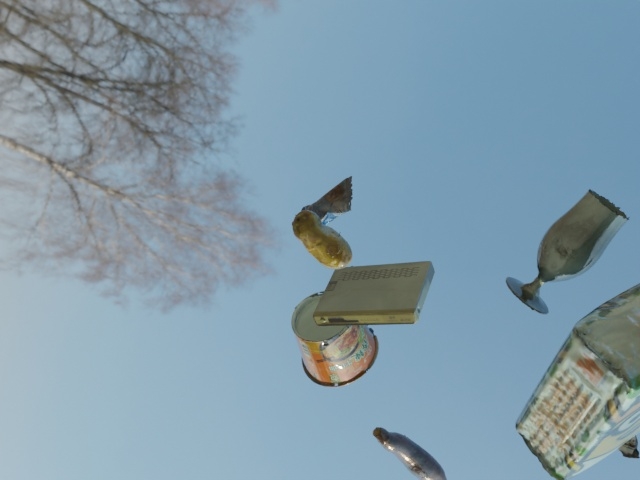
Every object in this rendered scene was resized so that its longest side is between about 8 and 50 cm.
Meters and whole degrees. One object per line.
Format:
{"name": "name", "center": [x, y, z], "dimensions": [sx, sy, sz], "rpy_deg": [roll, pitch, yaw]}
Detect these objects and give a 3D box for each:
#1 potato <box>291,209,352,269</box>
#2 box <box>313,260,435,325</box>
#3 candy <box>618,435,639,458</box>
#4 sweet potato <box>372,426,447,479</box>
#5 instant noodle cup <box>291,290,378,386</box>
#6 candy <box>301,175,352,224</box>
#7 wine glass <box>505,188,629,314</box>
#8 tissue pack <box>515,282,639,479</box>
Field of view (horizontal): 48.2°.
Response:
{"name": "potato", "center": [0.000, 0.000, 0.902], "dimensions": [0.045, 0.092, 0.046], "rpy_deg": [-49, -176, -10]}
{"name": "box", "center": [0.133, 0.130, 1.756], "dimensions": [0.270, 0.045, 0.211], "rpy_deg": [-6, -145, 27]}
{"name": "candy", "center": [0.570, 0.277, 1.160], "dimensions": [0.226, 0.051, 0.094], "rpy_deg": [-34, -162, 16]}
{"name": "sweet potato", "center": [0.183, 0.428, 1.410], "dimensions": [0.057, 0.264, 0.057], "rpy_deg": [-32, -147, 23]}
{"name": "instant noodle cup", "center": [0.028, 0.259, 1.974], "dimensions": [0.230, 0.182, 0.230], "rpy_deg": [-13, -137, 13]}
{"name": "candy", "center": [0.012, -0.059, 1.371], "dimensions": [0.136, 0.038, 0.088], "rpy_deg": [-32, -142, 29]}
{"name": "wine glass", "center": [0.394, 0.017, 1.143], "dimensions": [0.202, 0.092, 0.093], "rpy_deg": [-54, -145, 24]}
{"name": "tissue pack", "center": [0.424, 0.191, 1.012], "dimensions": [0.128, 0.227, 0.311], "rpy_deg": [52, -23, 31]}
